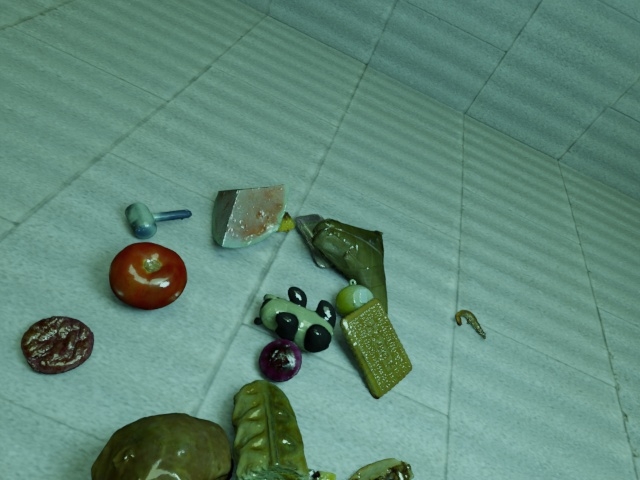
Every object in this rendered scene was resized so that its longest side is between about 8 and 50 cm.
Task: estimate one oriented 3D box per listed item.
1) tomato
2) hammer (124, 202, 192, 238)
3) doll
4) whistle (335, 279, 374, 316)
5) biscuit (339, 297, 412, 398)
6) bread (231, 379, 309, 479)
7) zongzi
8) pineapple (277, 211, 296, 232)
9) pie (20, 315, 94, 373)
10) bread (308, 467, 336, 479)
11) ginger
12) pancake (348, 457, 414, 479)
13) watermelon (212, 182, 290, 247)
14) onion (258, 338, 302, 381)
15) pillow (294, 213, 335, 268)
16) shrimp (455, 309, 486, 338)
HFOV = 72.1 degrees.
[{"bbox_3d":[-0.454,0.096,1.163,0.195,0.136,0.195,15,48,-17],"label":"tomato"},{"bbox_3d":[-0.487,-0.069,1.350,0.194,0.069,0.116,-12,56,-39],"label":"hammer"},{"bbox_3d":[-0.066,0.228,1.235,0.235,0.135,0.143,28,36,-1],"label":"doll"},{"bbox_3d":[0.107,0.230,1.361,0.123,0.123,0.222,3,71,-24],"label":"whistle"},{"bbox_3d":[0.168,0.311,1.284,0.172,0.029,0.254,-26,90,-39],"label":"biscuit"},{"bbox_3d":[-0.123,0.430,0.993,0.152,0.129,0.267,17,23,-23],"label":"bread"},{"bbox_3d":[0.105,0.090,1.423,0.274,0.145,0.299,15,56,-36],"label":"zongzi"},{"bbox_3d":[-0.148,-0.084,1.528,0.115,0.077,0.114,-8,42,-37],"label":"pineapple"},{"bbox_3d":[-0.612,0.242,1.026,0.155,0.036,0.154,13,46,-14],"label":"pie"},{"bbox_3d":[-0.064,0.651,0.881,0.139,0.077,0.361,10,45,5],"label":"bread"},{"bbox_3d":[-0.308,0.442,0.866,0.201,0.222,0.269,24,46,25],"label":"ginger"},{"bbox_3d":[0.154,0.653,1.036,0.244,0.057,0.266,48,51,7],"label":"pancake"},{"bbox_3d":[-0.229,-0.101,1.427,0.260,0.176,0.255,-4,52,-35],"label":"watermelon"},{"bbox_3d":[-0.106,0.316,1.162,0.115,0.104,0.115,3,65,-6],"label":"onion"},{"bbox_3d":[0.000,0.000,1.539,0.131,0.038,0.232,-7,59,-40],"label":"pillow"},{"bbox_3d":[0.529,0.299,1.544,0.091,0.025,0.127,-14,54,-35],"label":"shrimp"}]
